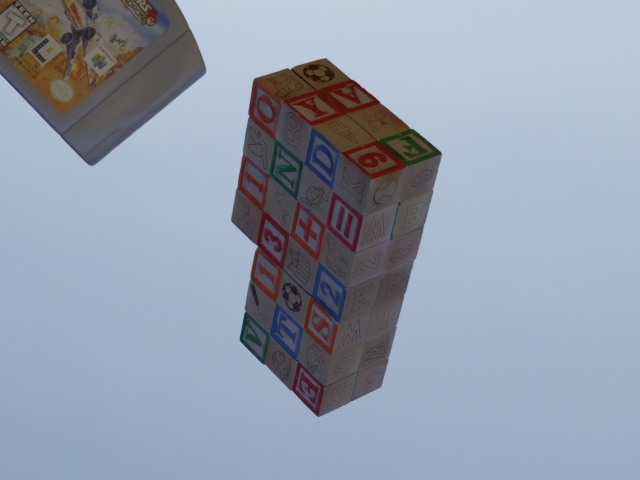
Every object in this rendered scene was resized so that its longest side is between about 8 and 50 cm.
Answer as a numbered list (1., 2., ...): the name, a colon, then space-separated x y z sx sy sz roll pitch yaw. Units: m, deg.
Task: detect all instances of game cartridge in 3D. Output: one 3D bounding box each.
1. game cartridge: -0.263 -0.238 1.570 0.297 0.198 0.062 48 -172 -33

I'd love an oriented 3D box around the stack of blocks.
1. stack of blocks: 0.000 0.000 1.409 0.087 0.297 0.171 -21 -131 -35
